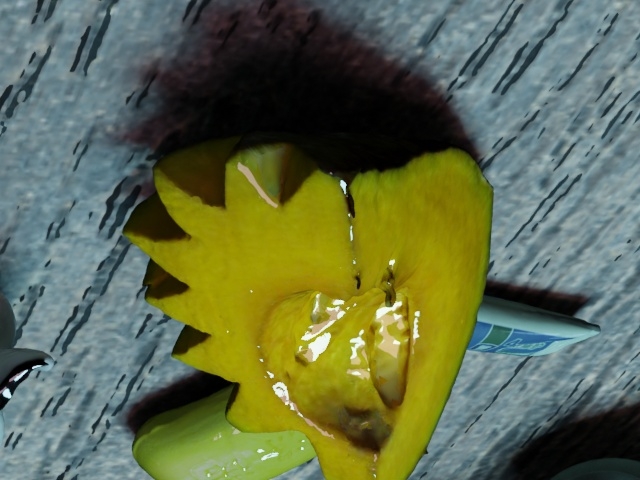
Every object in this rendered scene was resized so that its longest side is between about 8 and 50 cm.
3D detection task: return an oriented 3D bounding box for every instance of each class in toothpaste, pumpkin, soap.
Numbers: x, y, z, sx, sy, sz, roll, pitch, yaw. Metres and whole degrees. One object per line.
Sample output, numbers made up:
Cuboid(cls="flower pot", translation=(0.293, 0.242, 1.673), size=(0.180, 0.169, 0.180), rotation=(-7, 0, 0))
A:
Cuboid(cls="toothpaste", translation=(0.075, 0.044, 1.034), size=(0.197, 0.035, 0.057), rotation=(13, 151, -35))
Cuboid(cls="pumpkin", translation=(0.000, 0.000, 0.917), size=(0.130, 0.149, 0.254), rotation=(18, 143, 25))
Cuboid(cls="soap", translation=(-0.043, 0.113, 1.073), size=(0.140, 0.045, 0.089), rotation=(-27, 139, 16))

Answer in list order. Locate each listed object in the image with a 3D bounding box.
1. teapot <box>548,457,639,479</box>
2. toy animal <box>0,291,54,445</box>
Cuboid(cls="teapot", translation=(0.198, 0.203, 1.181), size=(0.239, 0.162, 0.149), rotation=(-54, 146, -9))
Cuboid(cls="toy animal", translation=(-0.207, 0.110, 0.954), size=(0.181, 0.131, 0.127), rotation=(-29, 165, 3))
